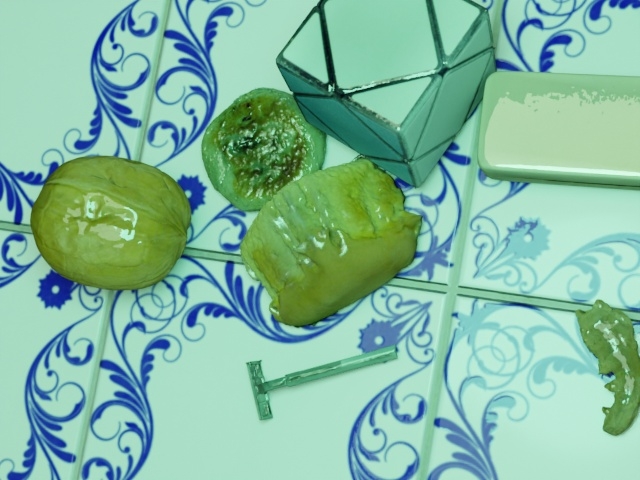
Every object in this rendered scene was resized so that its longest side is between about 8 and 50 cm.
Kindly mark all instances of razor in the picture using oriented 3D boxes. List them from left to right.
[{"bbox_3d":[0.004,0.178,1.832,0.211,0.036,0.084,-18,78,13],"label":"razor"}]

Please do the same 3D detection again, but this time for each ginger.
[{"bbox_3d":[0.377,0.160,1.718,0.069,0.051,0.173,-15,75,17],"label":"ginger"}]

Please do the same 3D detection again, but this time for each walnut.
[{"bbox_3d":[-0.293,-0.025,1.885,0.226,0.193,0.193,7,82,8],"label":"walnut"}]

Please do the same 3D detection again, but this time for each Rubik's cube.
[{"bbox_3d":[0.094,-0.228,1.775,0.205,0.205,0.207,31,79,19],"label":"Rubik's cube"}]

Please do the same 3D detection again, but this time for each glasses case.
[{"bbox_3d":[0.379,-0.142,1.756,0.337,0.076,0.144,6,81,17],"label":"glasses case"}]

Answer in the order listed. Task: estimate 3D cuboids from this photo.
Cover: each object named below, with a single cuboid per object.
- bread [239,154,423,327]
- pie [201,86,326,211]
[{"bbox_3d":[0.003,-0.005,1.813,0.252,0.133,0.174,-33,70,9],"label":"bread"},{"bbox_3d":[-0.083,-0.129,1.909,0.187,0.041,0.186,-3,80,17],"label":"pie"}]
